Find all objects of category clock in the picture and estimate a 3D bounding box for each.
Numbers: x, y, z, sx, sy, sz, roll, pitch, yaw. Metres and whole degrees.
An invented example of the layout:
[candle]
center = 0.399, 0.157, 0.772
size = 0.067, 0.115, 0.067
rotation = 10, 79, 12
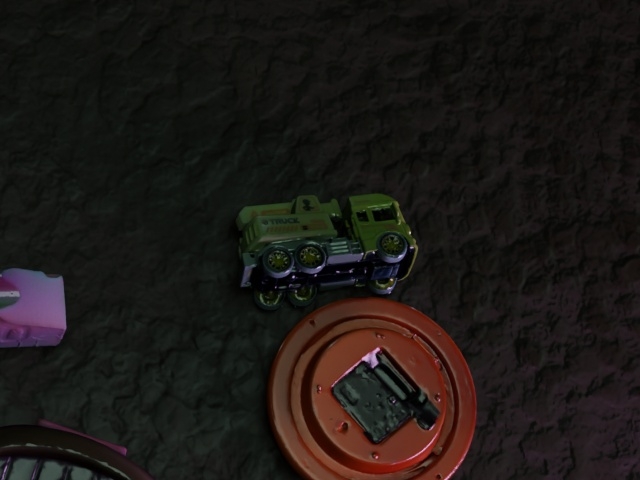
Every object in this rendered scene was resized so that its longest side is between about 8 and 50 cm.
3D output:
[clock]
center = 0.049, 0.151, 1.802
size = 0.205, 0.051, 0.205
rotation = 5, 69, -13

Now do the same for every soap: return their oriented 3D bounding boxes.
[soap]
center = -0.304, 0.061, 1.710
size = 0.149, 0.100, 0.056
rotation = -1, 72, -16

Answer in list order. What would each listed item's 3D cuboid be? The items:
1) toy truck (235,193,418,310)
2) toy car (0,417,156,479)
[toy truck]
center = 0.000, 0.000, 1.830
size = 0.169, 0.077, 0.100
rotation = -8, 60, -14
[toy car]
center = -0.243, 0.300, 1.568
size = 0.271, 0.240, 0.340
rotation = 19, 67, -8
